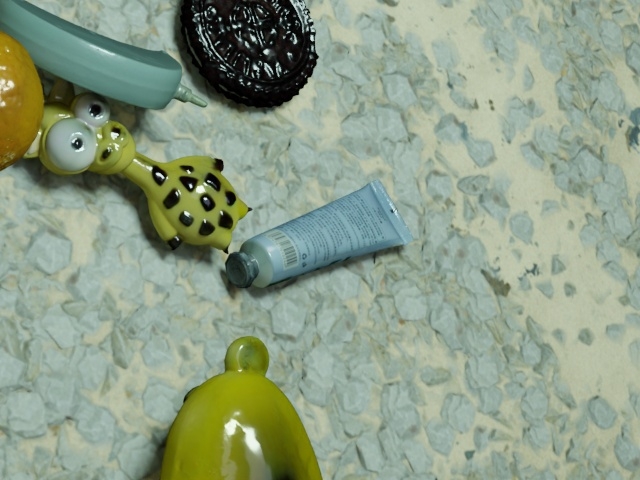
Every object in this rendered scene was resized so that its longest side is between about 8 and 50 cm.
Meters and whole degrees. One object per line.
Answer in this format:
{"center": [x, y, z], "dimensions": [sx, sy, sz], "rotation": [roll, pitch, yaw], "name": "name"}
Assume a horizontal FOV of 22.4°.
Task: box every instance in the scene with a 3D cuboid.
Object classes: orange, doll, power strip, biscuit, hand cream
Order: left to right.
{"center": [-0.371, -0.142, 1.647], "dimensions": [0.177, 0.155, 0.177], "rotation": [2, 41, -1], "name": "orange"}
{"center": [-0.241, -0.198, 1.772], "dimensions": [0.253, 0.167, 0.054], "rotation": [21, 104, -26], "name": "power strip"}
{"center": [-0.205, -0.082, 1.790], "dimensions": [0.291, 0.086, 0.117], "rotation": [32, 71, -22], "name": "doll"}
{"center": [-0.085, -0.252, 1.952], "dimensions": [0.194, 0.053, 0.194], "rotation": [13, 67, -31], "name": "biscuit"}
{"center": [-0.064, 0.358, 1.700], "dimensions": [0.348, 0.161, 0.423], "rotation": [45, 54, -30], "name": "doll"}
{"center": [0.000, 0.000, 1.928], "dimensions": [0.271, 0.058, 0.091], "rotation": [-22, 76, -42], "name": "hand cream"}
